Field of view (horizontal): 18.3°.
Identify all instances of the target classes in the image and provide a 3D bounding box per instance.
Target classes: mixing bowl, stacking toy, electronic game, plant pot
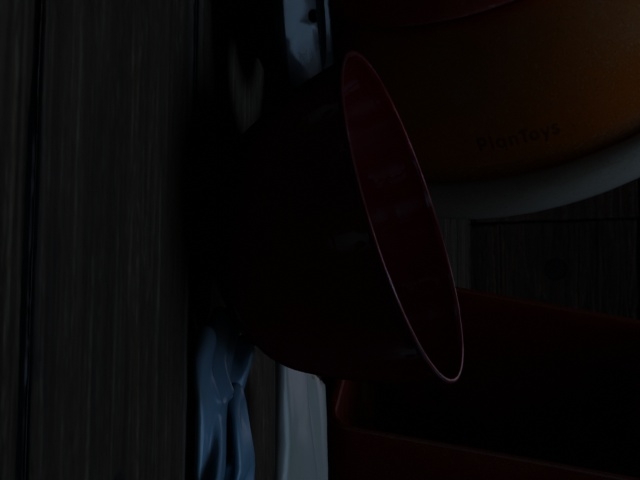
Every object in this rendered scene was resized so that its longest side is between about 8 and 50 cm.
[{"bbox_3d":[0.000,0.000,1.042,0.181,0.098,0.181,-17,90,-77],"label":"mixing bowl"},{"bbox_3d":[0.095,-0.286,1.334,0.350,0.351,0.480,-80,152,-54],"label":"stacking toy"},{"bbox_3d":[-0.020,-0.134,1.173,0.229,0.048,0.229,-4,90,-87],"label":"electronic game"},{"bbox_3d":[0.131,0.205,1.571,0.267,0.267,0.235,-74,174,-66],"label":"plant pot"}]

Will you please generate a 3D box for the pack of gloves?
[{"bbox_3d":[-0.044,0.160,1.054,0.195,0.046,0.232,49,37,-61],"label":"pack of gloves"}]
